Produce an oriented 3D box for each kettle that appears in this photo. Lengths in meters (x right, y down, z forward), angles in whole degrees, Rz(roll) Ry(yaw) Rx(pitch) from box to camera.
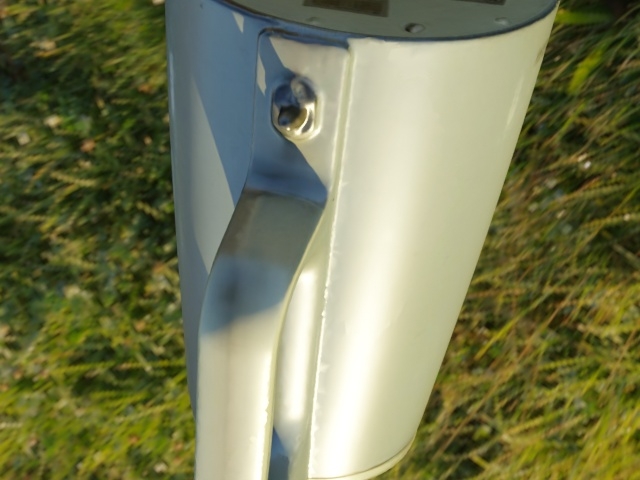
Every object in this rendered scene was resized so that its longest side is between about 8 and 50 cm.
[{"bbox_3d":[0.000,0.000,0.591,0.160,0.210,0.243,11,121,7],"label":"kettle"}]
